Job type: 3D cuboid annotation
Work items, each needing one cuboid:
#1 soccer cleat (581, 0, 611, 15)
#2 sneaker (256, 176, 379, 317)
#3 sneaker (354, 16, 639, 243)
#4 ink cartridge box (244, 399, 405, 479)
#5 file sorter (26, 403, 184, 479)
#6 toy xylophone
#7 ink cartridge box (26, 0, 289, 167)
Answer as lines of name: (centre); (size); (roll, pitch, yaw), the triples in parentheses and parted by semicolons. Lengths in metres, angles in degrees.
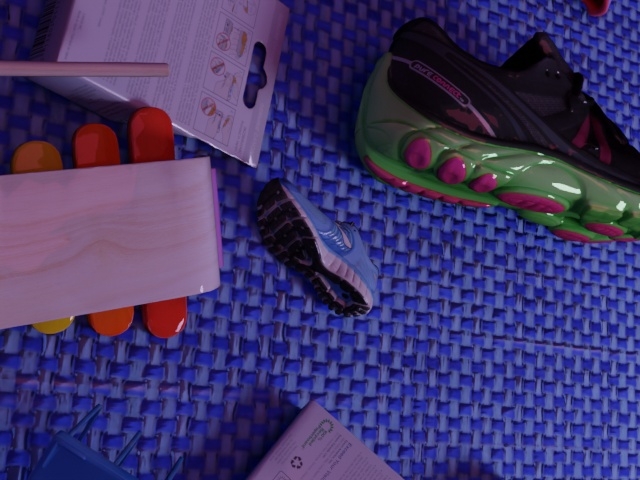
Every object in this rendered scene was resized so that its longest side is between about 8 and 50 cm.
soccer cleat: (0.279, -0.364, 1.077); (0.248, 0.083, 0.095); (19, 77, -30)
sneaker: (0.000, 0.000, 0.870); (0.162, 0.063, 0.073); (51, 43, -18)
sneaker: (0.268, -0.117, 0.967); (0.482, 0.185, 0.202); (15, 78, -29)
ink cartridge box: (0.006, 0.297, 0.781); (0.224, 0.045, 0.223); (41, 62, 6)
file sorter: (-0.142, 0.223, 0.669); (0.170, 0.104, 0.118); (33, 98, -1)
toy xylophone: (-0.212, -0.030, 0.707); (0.322, 0.081, 0.237); (1, 94, -32)
ink cartridge box: (-0.142, -0.191, 0.825); (0.232, 0.066, 0.189); (28, 67, -47)
